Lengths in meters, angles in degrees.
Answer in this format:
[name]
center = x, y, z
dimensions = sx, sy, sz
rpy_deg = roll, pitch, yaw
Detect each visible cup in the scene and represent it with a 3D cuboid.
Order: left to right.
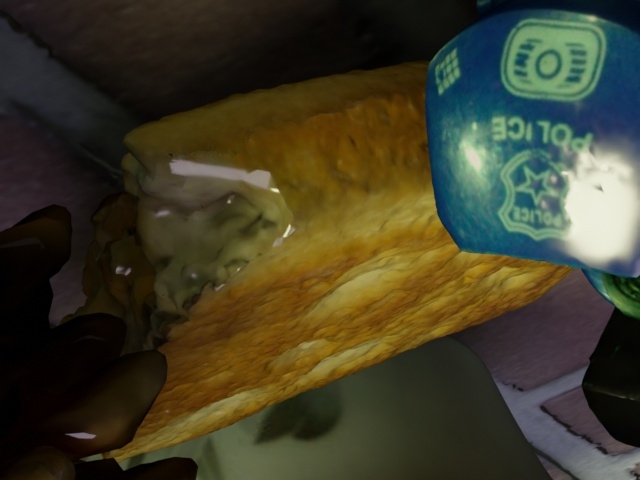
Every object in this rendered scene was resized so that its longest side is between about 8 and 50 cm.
[cup]
center = -0.027, 0.148, 0.862
dimensions = 0.347, 0.163, 0.347
rpy_deg = -15, 154, -7

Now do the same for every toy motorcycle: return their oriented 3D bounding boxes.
[toy motorcycle]
center = 0.130, -0.026, 0.552
dimensions = 0.125, 0.196, 0.331
rpy_deg = 11, 148, 34

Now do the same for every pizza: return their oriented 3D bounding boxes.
[pizza]
center = 0.032, -0.013, 0.644
dimensions = 0.268, 0.087, 0.258
rpy_deg = -18, 167, -21

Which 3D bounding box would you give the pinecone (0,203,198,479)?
[pinecone]
center = -0.250, 0.104, 0.459
dimensions = 0.397, 0.398, 0.398
rpy_deg = -14, 153, -7
